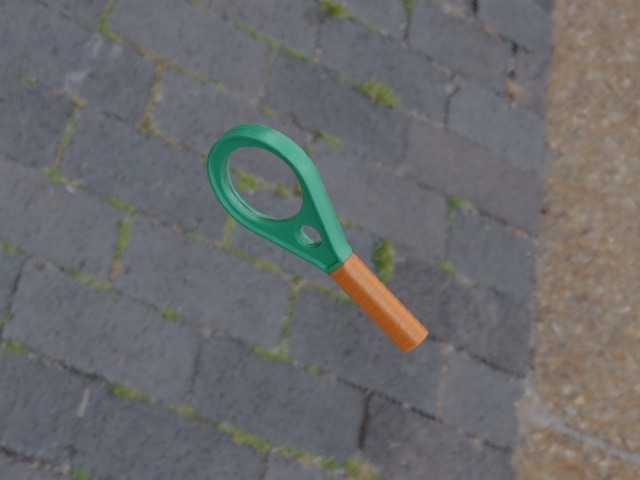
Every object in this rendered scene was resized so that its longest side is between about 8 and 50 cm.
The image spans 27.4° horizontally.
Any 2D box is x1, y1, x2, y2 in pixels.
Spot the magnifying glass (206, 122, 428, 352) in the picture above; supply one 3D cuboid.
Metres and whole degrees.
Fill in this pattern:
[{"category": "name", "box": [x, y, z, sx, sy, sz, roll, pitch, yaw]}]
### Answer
[{"category": "magnifying glass", "box": [0.000, 0.000, 1.057, 0.231, 0.092, 0.026, 48, 43, -7]}]
